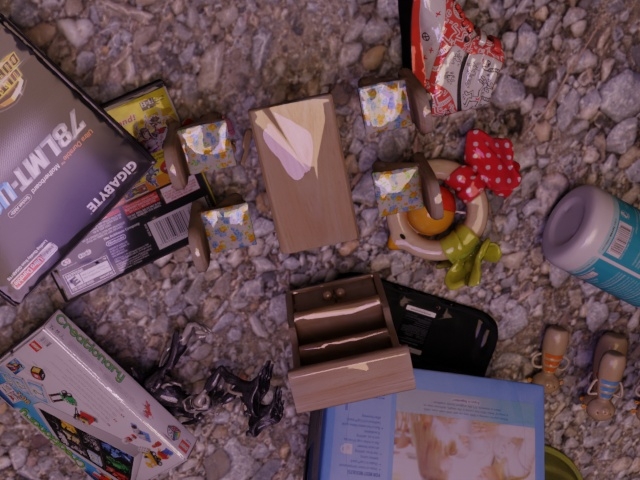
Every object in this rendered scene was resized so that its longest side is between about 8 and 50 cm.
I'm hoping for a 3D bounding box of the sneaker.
[{"bbox_3d":[0.198,-0.322,1.390,0.145,0.090,0.270,-7,112,-8],"label":"sneaker"}]

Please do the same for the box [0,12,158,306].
[{"bbox_3d":[-0.435,-0.108,1.283,0.295,0.073,0.293,-45,112,-1],"label":"box"}]

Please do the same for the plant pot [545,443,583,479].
[{"bbox_3d":[0.382,0.535,1.612,0.276,0.254,0.276,-3,108,-8],"label":"plant pot"}]

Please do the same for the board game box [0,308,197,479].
[{"bbox_3d":[-0.366,0.266,1.454,0.193,0.053,0.305,-33,107,32],"label":"board game box"}]

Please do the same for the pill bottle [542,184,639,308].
[{"bbox_3d":[0.510,0.024,1.522,0.264,0.146,0.146,26,102,-16],"label":"pill bottle"}]

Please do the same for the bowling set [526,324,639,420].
[{"bbox_3d":[0.515,0.259,1.579,0.287,0.200,0.154,7,108,-7],"label":"bowling set"}]

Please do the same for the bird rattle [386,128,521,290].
[{"bbox_3d":[0.208,-0.053,1.464,0.207,0.143,0.254,7,104,6],"label":"bird rattle"}]

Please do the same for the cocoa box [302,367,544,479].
[{"bbox_3d":[0.157,0.341,1.463,0.347,0.228,0.231,8,66,-5],"label":"cocoa box"}]

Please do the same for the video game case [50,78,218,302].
[{"bbox_3d":[-0.313,-0.075,1.390,0.274,0.035,0.248,-26,111,-12],"label":"video game case"}]

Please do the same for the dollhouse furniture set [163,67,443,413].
[{"bbox_3d":[0.000,0.000,1.307,0.362,0.256,0.394,-12,114,0],"label":"dollhouse furniture set"}]

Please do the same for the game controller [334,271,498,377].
[{"bbox_3d":[0.147,0.166,1.564,0.319,0.067,0.166,18,90,-15],"label":"game controller"}]

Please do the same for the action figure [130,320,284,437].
[{"bbox_3d":[-0.191,0.226,1.481,0.275,0.141,0.164,6,143,27],"label":"action figure"}]

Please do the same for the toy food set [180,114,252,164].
[{"bbox_3d":[-0.167,-0.157,1.406,0.122,0.019,0.078,15,87,-29],"label":"toy food set"}]
